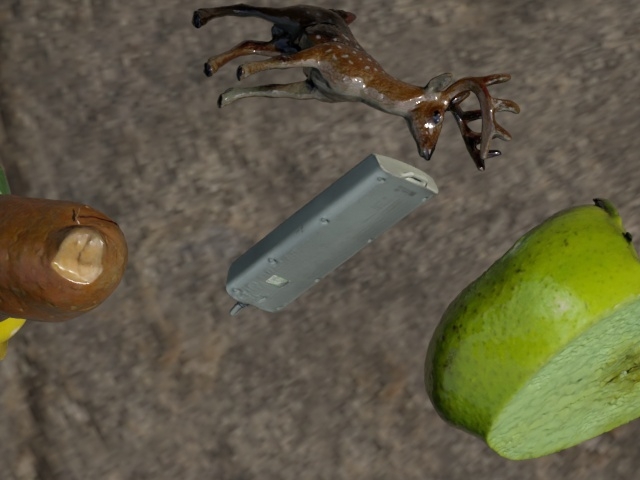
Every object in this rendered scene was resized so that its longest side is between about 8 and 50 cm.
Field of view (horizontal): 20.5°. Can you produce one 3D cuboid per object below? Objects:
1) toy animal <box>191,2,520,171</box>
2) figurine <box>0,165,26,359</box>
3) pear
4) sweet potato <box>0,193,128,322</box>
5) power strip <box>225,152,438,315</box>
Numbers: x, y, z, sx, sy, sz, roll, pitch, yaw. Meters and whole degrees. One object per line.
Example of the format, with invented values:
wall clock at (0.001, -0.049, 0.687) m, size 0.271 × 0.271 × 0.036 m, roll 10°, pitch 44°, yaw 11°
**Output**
toy animal at (0.031, -0.159, 1.609) m, size 0.243 × 0.260 × 0.087 m, roll -115°, pitch 29°, yaw -43°
figurine at (-0.345, -0.001, 1.664) m, size 0.185 × 0.127 × 0.234 m, roll 44°, pitch 159°, yaw 24°
pear at (0.228, 0.100, 1.795) m, size 0.292 × 0.292 × 0.159 m, roll -51°, pitch 54°, yaw 27°
sweet potato at (-0.131, 0.010, 0.716) m, size 0.195 × 0.056 × 0.056 m, roll -14°, pitch 95°, yaw 57°
power strip at (0.000, 0.000, 1.443) m, size 0.253 × 0.060 × 0.027 m, roll -37°, pitch 44°, yaw 41°
